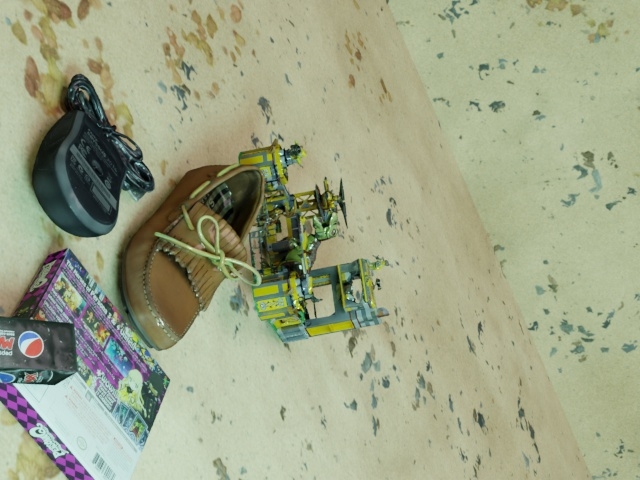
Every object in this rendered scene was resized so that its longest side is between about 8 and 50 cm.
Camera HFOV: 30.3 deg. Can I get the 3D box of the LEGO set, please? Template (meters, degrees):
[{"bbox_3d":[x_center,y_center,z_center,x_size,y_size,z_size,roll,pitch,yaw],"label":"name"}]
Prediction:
[{"bbox_3d":[0.000,0.000,1.832,0.255,0.192,0.331,69,12,-56],"label":"LEGO set"}]

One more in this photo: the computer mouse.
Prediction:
[{"bbox_3d":[-0.299,-0.081,1.483,0.188,0.072,0.272,59,15,-22],"label":"computer mouse"}]

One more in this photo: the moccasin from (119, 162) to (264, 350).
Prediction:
[{"bbox_3d":[-0.159,0.011,1.606,0.139,0.147,0.380,63,26,-19],"label":"moccasin"}]

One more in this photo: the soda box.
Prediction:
[{"bbox_3d":[-0.336,0.112,1.212,0.169,0.053,0.060,10,63,-39],"label":"soda box"}]

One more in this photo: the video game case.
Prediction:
[{"bbox_3d":[-0.278,0.160,1.380,0.232,0.042,0.210,57,29,-28],"label":"video game case"}]
